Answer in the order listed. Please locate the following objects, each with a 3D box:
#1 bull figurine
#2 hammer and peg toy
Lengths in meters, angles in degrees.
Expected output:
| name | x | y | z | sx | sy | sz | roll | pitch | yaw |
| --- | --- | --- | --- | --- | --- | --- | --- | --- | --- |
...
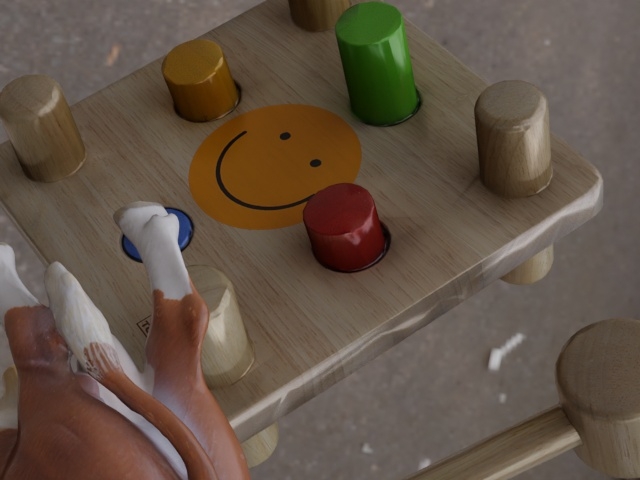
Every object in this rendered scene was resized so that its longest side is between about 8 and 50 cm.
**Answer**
| name | x | y | z | sx | sy | sz | roll | pitch | yaw |
| --- | --- | --- | --- | --- | --- | --- | --- | --- | --- |
| bull figurine | -0.149 | 0.114 | 0.600 | 0.101 | 0.310 | 0.188 | 4 | 65 | -50 |
| hammer and peg toy | 0.000 | 0.000 | 0.688 | 0.266 | 0.361 | 0.127 | -31 | 139 | -15 |
